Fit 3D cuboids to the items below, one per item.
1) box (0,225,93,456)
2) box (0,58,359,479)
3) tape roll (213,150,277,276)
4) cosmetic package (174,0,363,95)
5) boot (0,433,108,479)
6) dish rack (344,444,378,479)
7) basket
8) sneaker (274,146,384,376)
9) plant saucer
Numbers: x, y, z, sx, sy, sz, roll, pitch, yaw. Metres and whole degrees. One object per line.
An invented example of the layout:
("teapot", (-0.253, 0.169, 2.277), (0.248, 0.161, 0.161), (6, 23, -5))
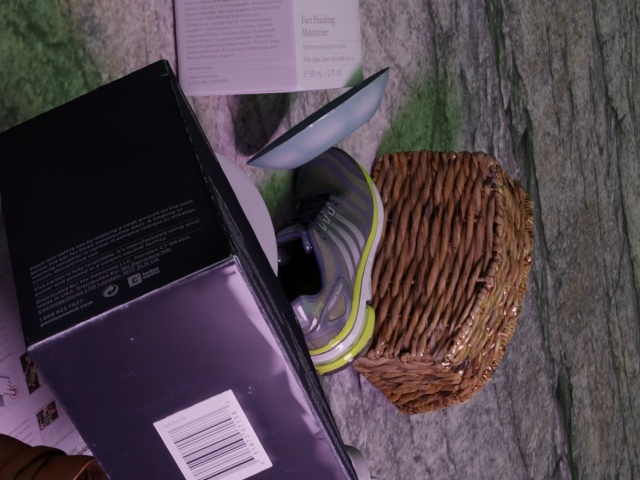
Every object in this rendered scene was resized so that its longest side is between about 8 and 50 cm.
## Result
("box", (-0.268, 0.153, 1.649), (0.232, 0.058, 0.322), (-39, 123, -54))
("box", (-0.120, 0.081, 1.530), (0.312, 0.179, 0.343), (-112, 177, -53))
("tape roll", (-0.142, 0.018, 1.805), (0.219, 0.072, 0.219), (9, 78, -48))
("cosmetic package", (-0.056, -0.251, 1.915), (0.151, 0.151, 0.184), (-14, 103, -61))
("boot", (-0.297, 0.285, 1.430), (0.109, 0.220, 0.283), (59, 42, -43))
("dish rack", (-0.019, 0.361, 1.877), (0.072, 0.285, 0.333), (5, 86, -26))
("basket", (0.176, 0.058, 2.272), (0.223, 0.213, 0.299), (45, 53, -51))
("sneaker", (0.000, 0.000, 2.025), (0.121, 0.111, 0.300), (45, 32, -42))
("plant saucer", (0.005, -0.126, 1.990), (0.037, 0.195, 0.195), (57, 37, -6))
